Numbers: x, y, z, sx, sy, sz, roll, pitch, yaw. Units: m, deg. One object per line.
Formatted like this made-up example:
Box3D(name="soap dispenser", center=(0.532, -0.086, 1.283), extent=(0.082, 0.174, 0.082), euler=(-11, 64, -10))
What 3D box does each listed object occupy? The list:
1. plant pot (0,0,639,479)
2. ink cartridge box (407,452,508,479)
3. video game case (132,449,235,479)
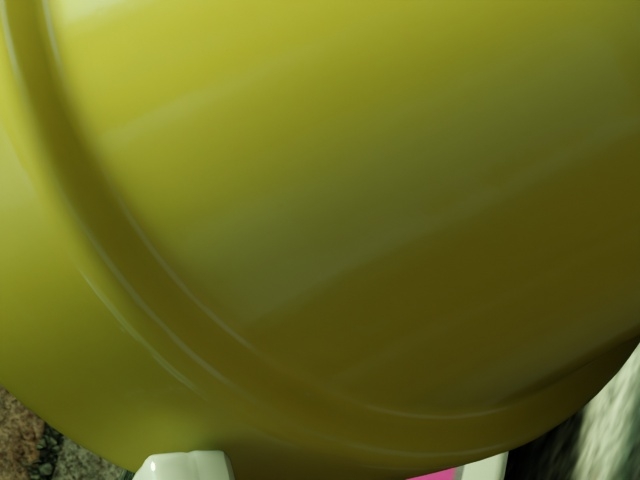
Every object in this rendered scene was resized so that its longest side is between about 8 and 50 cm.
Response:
Box3D(name="plant pot", center=(0.043, -0.069, 0.518), extent=(0.239, 0.254, 0.254), euler=(-18, 45, 50))
Box3D(name="ink cartridge box", center=(0.008, 0.175, 0.687), extent=(0.176, 0.069, 0.371), euler=(106, 179, -47))
Box3D(name="video game case", center=(-0.034, 0.226, 0.517), extent=(0.204, 0.025, 0.285), euler=(120, 142, -52))
